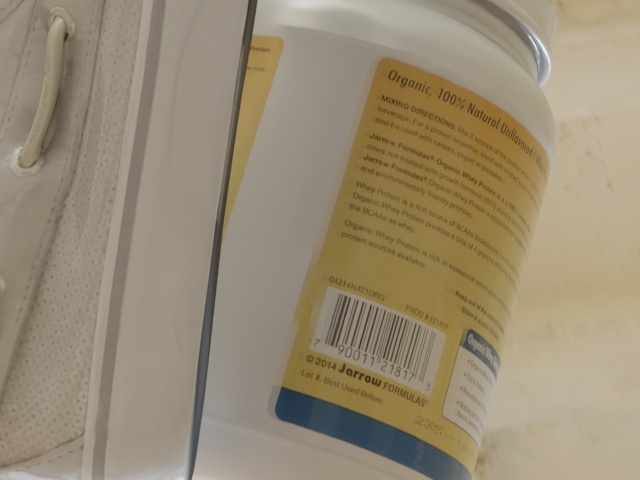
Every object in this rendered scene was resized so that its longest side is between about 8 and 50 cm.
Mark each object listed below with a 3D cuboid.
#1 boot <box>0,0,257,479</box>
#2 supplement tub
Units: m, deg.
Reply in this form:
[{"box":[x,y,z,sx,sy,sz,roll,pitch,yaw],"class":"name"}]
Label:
[{"box":[-0.080,-0.061,0.470,0.123,0.095,0.258,7,-95,-1],"class":"boot"},{"box":[0.000,0.000,0.613,0.144,0.144,0.199,20,-106,-11],"class":"supplement tub"}]
